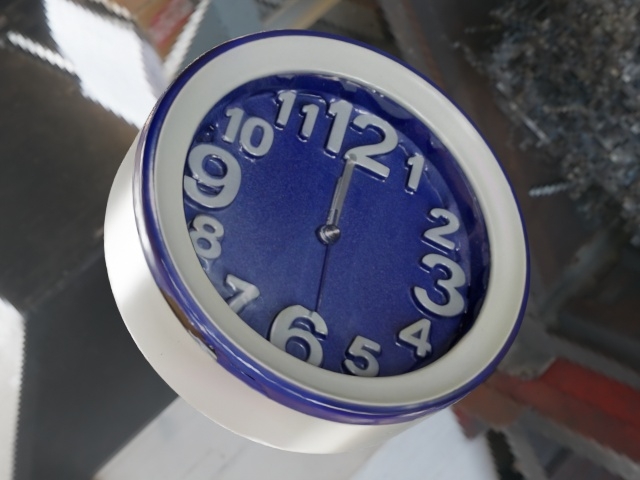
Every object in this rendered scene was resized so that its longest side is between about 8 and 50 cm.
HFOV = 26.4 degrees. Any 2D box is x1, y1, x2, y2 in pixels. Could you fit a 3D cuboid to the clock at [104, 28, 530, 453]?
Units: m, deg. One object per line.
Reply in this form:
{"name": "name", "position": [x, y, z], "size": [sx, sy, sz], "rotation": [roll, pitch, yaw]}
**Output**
{"name": "clock", "position": [0.000, 0.000, 0.750], "size": [0.230, 0.230, 0.083], "rotation": [46, 143, 4]}
